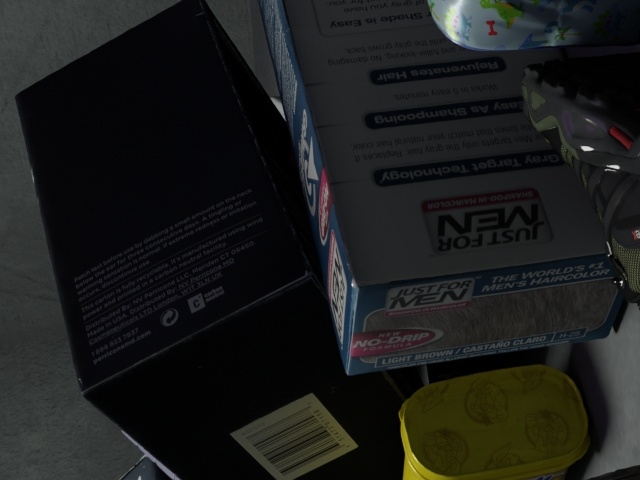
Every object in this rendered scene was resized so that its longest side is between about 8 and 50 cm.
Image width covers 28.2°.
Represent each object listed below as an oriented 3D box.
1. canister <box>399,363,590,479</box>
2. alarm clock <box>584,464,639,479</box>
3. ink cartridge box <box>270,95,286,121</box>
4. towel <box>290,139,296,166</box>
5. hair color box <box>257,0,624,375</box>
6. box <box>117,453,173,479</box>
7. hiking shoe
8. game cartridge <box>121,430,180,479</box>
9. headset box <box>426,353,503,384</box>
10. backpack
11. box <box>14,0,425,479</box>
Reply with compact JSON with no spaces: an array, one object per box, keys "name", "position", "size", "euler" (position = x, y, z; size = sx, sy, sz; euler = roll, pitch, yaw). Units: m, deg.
[{"name":"canister","position":[0.121,0.166,0.934],"size":[0.170,0.126,0.073],"euler":[88,171,-58]},{"name":"alarm clock","position":[0.160,0.133,0.567],"size":[0.192,0.129,0.064],"euler":[127,137,-51]},{"name":"ink cartridge box","position":[0.000,0.000,1.345],"size":[0.275,0.060,0.239],"euler":[38,118,53]},{"name":"towel","position":[0.050,-0.060,1.030],"size":[0.275,0.031,0.199],"euler":[42,-154,-42]},{"name":"hair color box","position":[0.066,-0.093,0.839],"size":[0.105,0.174,0.347],"euler":[94,166,-53]},{"name":"box","position":[-0.091,0.590,1.563],"size":[0.472,0.297,0.480],"euler":[34,-157,-31]},{"name":"hiking shoe","position":[0.150,-0.019,0.594],"size":[0.227,0.086,0.114],"euler":[-116,22,-66]},{"name":"game cartridge","position":[-0.150,0.141,1.444],"size":[0.230,0.068,0.355],"euler":[31,132,31]},{"name":"headset box","position":[0.120,0.084,1.097],"size":[0.032,0.062,0.083],"euler":[174,88,-83]},{"name":"backpack","position":[0.110,-0.151,0.642],"size":[0.084,0.114,0.105],"euler":[88,171,-48]},{"name":"box","position":[-0.062,0.041,1.034],"size":[0.343,0.179,0.312],"euler":[55,-170,-49]}]
